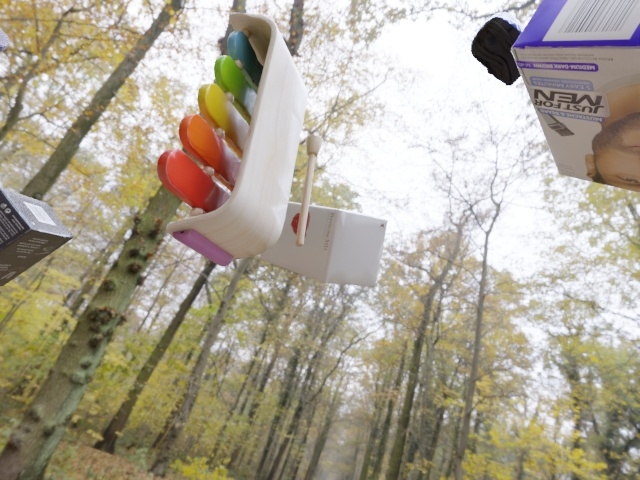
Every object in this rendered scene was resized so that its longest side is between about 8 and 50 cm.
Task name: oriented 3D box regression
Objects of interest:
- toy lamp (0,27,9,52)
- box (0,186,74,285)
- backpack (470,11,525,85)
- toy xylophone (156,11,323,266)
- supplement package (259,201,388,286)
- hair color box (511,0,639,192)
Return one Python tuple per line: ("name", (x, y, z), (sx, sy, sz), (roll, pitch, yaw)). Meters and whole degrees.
("toy lamp", (-0.390, -0.093, 0.376), (0.080, 0.080, 0.275), (37, -71, -25))
("box", (-0.555, 0.000, 0.699), (0.093, 0.158, 0.156), (52, -11, -2))
("backpack", (0.361, -0.383, 0.797), (0.120, 0.101, 0.098), (36, -44, 0))
("toy xylophone", (-0.078, -0.115, 0.524), (0.081, 0.322, 0.236), (2, -28, 19))
("supplement package", (0.000, 0.000, 1.059), (0.176, 0.177, 0.293), (9, 3, -40))
("hair color box", (0.448, -0.210, 0.621), (0.339, 0.110, 0.185), (33, -1, -42))
